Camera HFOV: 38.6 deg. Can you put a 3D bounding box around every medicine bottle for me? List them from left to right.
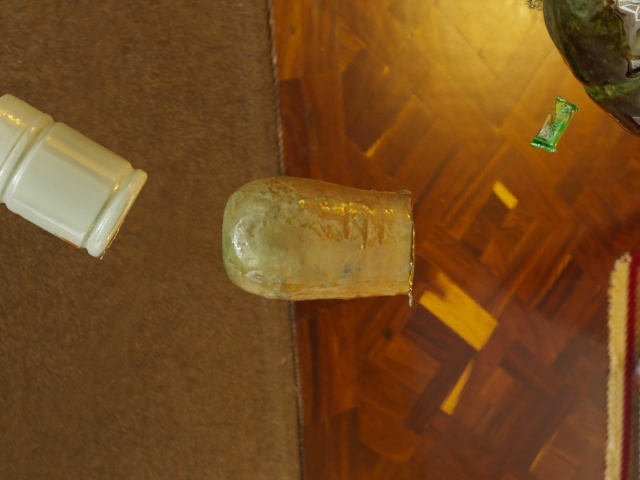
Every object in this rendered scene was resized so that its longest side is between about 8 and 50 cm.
[{"bbox_3d":[-0.147,-0.035,0.505,0.089,0.057,0.057,30,87,-11],"label":"medicine bottle"}]

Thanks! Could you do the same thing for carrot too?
[{"bbox_3d":[0.000,0.000,1.625,0.341,0.224,0.224,3,105,-1],"label":"carrot"}]

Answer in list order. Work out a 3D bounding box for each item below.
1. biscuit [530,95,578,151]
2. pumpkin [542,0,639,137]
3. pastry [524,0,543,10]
[{"bbox_3d":[0.367,-0.181,1.426,0.016,0.046,0.089,31,89,-49],"label":"biscuit"},{"bbox_3d":[0.297,-0.205,0.604,0.321,0.192,0.320,0,100,1],"label":"pumpkin"},{"bbox_3d":[0.319,-0.320,1.155,0.140,0.056,0.080,-4,142,-44],"label":"pastry"}]
